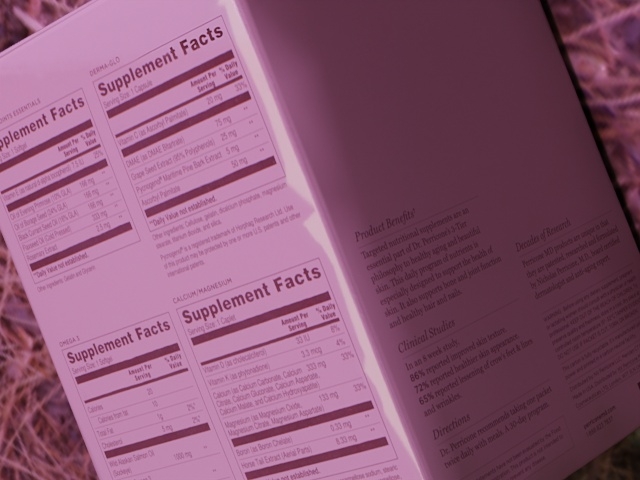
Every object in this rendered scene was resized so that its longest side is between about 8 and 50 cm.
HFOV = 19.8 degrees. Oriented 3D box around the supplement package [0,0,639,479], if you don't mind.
[{"bbox_3d":[0.000,0.000,0.847,0.198,0.199,0.263,-20,92,43],"label":"supplement package"}]
